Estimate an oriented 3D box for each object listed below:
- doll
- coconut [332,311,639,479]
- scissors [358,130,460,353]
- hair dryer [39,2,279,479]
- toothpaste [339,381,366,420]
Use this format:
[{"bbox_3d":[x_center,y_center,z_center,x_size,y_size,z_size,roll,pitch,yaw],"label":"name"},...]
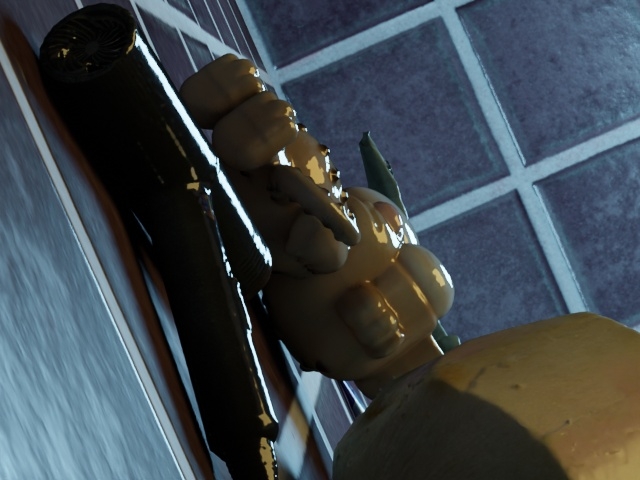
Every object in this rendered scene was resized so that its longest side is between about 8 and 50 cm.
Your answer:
[{"bbox_3d":[-0.001,-0.002,1.222,0.154,0.119,0.278,51,-4,33],"label":"doll"},{"bbox_3d":[0.109,0.154,1.052,0.241,0.241,0.241,-24,90,-87],"label":"coconut"},{"bbox_3d":[0.073,0.092,1.324,0.256,0.029,0.383,-57,-134,36],"label":"scissors"},{"bbox_3d":[-0.054,0.020,0.810,0.173,0.050,0.195,59,10,-48],"label":"hair dryer"},{"bbox_3d":[0.032,0.145,1.709,0.083,0.015,0.024,61,4,3],"label":"toothpaste"}]
